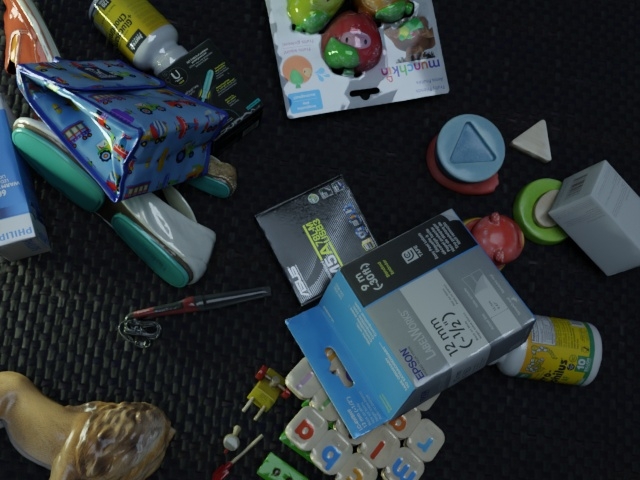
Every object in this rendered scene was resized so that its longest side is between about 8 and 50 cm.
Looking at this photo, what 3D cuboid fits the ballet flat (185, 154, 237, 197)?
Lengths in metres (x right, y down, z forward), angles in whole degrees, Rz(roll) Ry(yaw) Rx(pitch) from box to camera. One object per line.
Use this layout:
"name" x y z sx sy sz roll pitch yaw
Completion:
"ballet flat" -0.247 -0.141 1.434 0.206 0.073 0.067 24 49 -5

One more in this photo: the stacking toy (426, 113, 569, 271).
"stacking toy" 0.359 -0.105 1.469 0.279 0.130 0.309 -15 81 -10

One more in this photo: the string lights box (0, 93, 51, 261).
"string lights box" -0.540 -0.106 1.342 0.076 0.133 0.260 -16 81 -11

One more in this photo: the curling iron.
"curling iron" -0.219 0.127 1.391 0.273 0.035 0.068 -17 86 -10

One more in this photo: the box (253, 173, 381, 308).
"box" 0.000 0.000 1.442 0.184 0.045 0.191 -25 83 -14

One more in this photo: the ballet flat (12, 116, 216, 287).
"ballet flat" -0.343 -0.086 1.359 0.400 0.139 0.139 43 76 -12

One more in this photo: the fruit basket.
"fruit basket" 0.063 -0.429 1.479 0.326 0.165 0.353 -10 84 -10

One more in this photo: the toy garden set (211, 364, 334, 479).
"toy garden set" -0.076 0.357 1.360 0.203 0.049 0.244 36 77 -1

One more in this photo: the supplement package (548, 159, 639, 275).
"supplement package" 0.532 -0.039 1.459 0.179 0.105 0.105 44 54 -12

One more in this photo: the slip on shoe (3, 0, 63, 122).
"slip on shoe" -0.524 -0.341 1.406 0.101 0.123 0.331 -24 88 -8

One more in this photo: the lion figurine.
"lion figurine" -0.453 0.308 1.270 0.392 0.142 0.240 29 73 1

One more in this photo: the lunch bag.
"lunch bag" -0.343 -0.216 1.306 0.293 0.138 0.221 37 31 17

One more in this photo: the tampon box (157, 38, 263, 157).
"tampon box" -0.201 -0.258 1.436 0.120 0.101 0.161 -39 85 -14

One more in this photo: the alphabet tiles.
"alphabet tiles" 0.079 0.295 1.365 0.284 0.021 0.278 43 55 3

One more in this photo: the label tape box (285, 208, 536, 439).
"label tape box" 0.145 0.136 1.329 0.347 0.115 0.249 -27 64 -12

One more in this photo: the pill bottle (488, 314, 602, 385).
"pill bottle" 0.387 0.193 1.419 0.208 0.117 0.118 9 78 -7

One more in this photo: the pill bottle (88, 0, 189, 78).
"pill bottle" -0.329 -0.380 1.442 0.184 0.103 0.103 45 76 3
